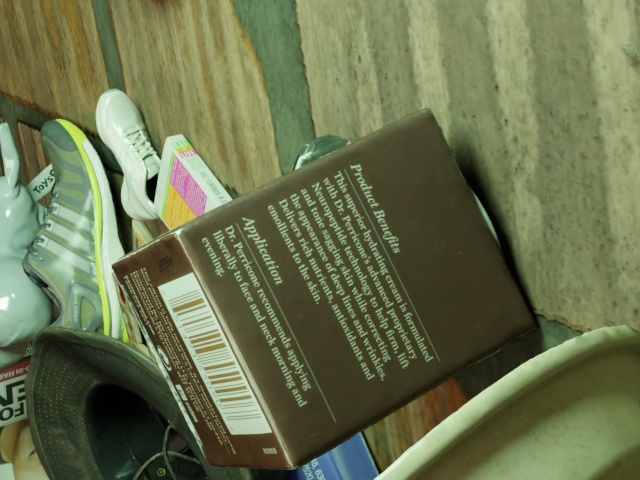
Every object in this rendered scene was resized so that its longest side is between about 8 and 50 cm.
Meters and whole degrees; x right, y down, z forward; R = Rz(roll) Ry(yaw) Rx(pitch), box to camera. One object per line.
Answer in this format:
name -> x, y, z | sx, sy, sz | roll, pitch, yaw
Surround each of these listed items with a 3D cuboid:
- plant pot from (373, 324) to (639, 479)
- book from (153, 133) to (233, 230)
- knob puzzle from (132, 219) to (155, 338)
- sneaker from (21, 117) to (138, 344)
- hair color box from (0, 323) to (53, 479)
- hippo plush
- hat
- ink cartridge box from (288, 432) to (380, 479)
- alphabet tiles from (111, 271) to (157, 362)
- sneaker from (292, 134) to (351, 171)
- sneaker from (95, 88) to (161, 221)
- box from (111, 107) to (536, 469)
plant pot -> 0.154, 0.268, 0.679 | 0.305, 0.334, 0.334 | 46, 146, 25
book -> -0.121, -0.028, 1.361 | 0.144, 0.035, 0.096 | 52, 145, 38
knob puzzle -> -0.192, 0.098, 1.597 | 0.213, 0.030, 0.213 | 44, 144, 46
sneaker -> -0.305, -0.007, 1.622 | 0.111, 0.121, 0.300 | 115, 141, -68
hair color box -> -0.418, 0.329, 2.042 | 0.374, 0.185, 0.113 | 62, 153, 22
hippo plush -> -0.393, 0.057, 1.743 | 0.294, 0.234, 0.236 | -40, 50, 22
hat -> -0.122, 0.188, 1.232 | 0.331, 0.134, 0.331 | 28, 136, 32
ink cartridge box -> -0.050, 0.200, 1.320 | 0.303, 0.072, 0.307 | 65, 157, 18
alphabet tiles -> -0.170, 0.166, 1.472 | 0.198, 0.009, 0.237 | 26, 132, 61
sneaker -> 0.000, 0.000, 1.081 | 0.077, 0.072, 0.178 | -132, 38, -63
sneaker -> -0.197, -0.094, 1.463 | 0.061, 0.054, 0.152 | 3, 115, 55
box -> -0.002, 0.038, 0.917 | 0.168, 0.203, 0.167 | 64, 156, -2
